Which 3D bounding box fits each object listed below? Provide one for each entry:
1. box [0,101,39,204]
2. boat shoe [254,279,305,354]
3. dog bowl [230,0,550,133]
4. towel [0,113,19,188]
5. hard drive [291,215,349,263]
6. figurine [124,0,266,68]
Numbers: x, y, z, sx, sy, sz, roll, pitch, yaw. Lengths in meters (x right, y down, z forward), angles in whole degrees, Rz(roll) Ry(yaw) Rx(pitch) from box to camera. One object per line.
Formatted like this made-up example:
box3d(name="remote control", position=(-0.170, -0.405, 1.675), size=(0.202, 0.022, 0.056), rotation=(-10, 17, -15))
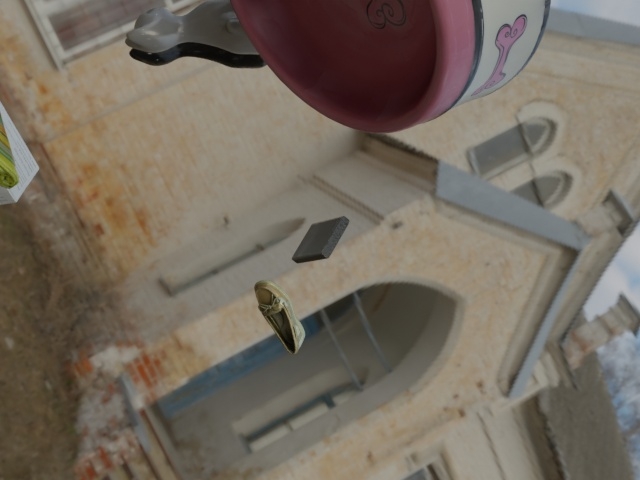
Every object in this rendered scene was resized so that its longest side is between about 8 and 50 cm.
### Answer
box3d(name="box", position=(-0.685, -0.165, 1.791), size=(0.119, 0.180, 0.182), rotation=(-75, 151, -48))
box3d(name="boat shoe", position=(-0.078, 0.143, 1.715), size=(0.153, 0.056, 0.048), rotation=(64, 22, -23))
box3d(name="dog bowl", position=(0.050, -0.303, 1.056), size=(0.408, 0.150, 0.408), rotation=(34, -31, 24))
box3d(name="towel", position=(-0.271, -0.146, 0.652), size=(0.237, 0.021, 0.102), rotation=(63, 1, 32))
box3d(name="hard drive", position=(0.000, 0.000, 1.854), size=(0.022, 0.094, 0.135), rotation=(38, -21, -19))
box3d(name="figurine", position=(-0.177, -0.294, 1.322), size=(0.215, 0.209, 0.093), rotation=(-161, -117, -82))
